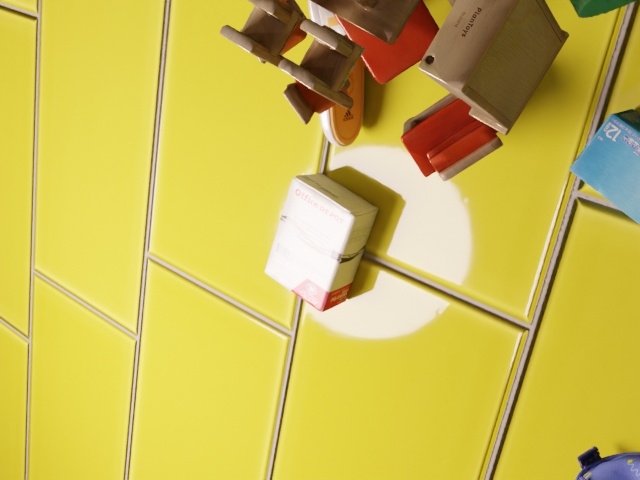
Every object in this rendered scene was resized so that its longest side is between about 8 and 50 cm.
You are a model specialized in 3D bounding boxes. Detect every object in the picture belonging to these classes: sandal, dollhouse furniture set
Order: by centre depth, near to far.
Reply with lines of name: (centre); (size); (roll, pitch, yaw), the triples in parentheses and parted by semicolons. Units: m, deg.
dollhouse furniture set: (0.078, -0.212, 0.678); (0.242, 0.161, 0.212); (36, 103, 25)
dollhouse furniture set: (0.084, -0.199, 0.770); (0.262, 0.135, 0.259); (-33, 104, 12)
sandal: (0.046, -0.241, 0.883); (0.076, 0.102, 0.265); (10, 116, 35)

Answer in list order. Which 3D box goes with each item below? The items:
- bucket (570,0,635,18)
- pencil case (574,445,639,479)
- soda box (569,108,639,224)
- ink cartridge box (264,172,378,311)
bucket: (0.271, -0.313, 0.575); (0.281, 0.281, 0.183); (-27, 88, 39)
pencil case: (0.348, 0.372, 0.772); (0.133, 0.119, 0.306); (-17, 90, 11)
soda box: (0.347, -0.034, 0.706); (0.210, 0.067, 0.071); (44, 125, 22)
ink cartridge box: (0.000, 0.000, 0.994); (0.109, 0.063, 0.150); (34, 120, 28)
